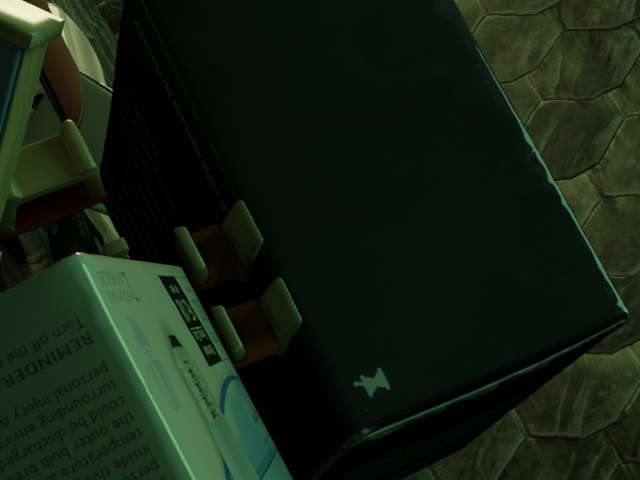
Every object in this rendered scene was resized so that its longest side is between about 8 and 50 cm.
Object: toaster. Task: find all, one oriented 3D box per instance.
[{"bbox_3d":[-0.394,-0.241,1.901,0.227,0.129,0.146,64,2,-56],"label":"toaster"}]

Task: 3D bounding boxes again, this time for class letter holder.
[{"bbox_3d":[-0.372,-0.205,1.422,0.302,0.152,0.214,-115,180,-69],"label":"letter holder"}]

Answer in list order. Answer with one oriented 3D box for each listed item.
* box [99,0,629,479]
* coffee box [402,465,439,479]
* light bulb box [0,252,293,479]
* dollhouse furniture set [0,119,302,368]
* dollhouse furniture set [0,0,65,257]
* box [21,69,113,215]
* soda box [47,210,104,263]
[{"bbox_3d":[0.000,0.000,1.332,0.480,0.297,0.472,64,-19,15],"label":"box"},{"bbox_3d":[0.049,0.429,1.719,0.168,0.297,0.119,63,1,2],"label":"coffee box"},{"bbox_3d":[-0.117,0.219,0.753,0.361,0.225,0.358,62,1,2],"label":"light bulb box"},{"bbox_3d":[-0.187,0.044,1.065,0.259,0.262,0.135,62,-19,16],"label":"dollhouse furniture set"},{"bbox_3d":[-0.348,-0.062,0.781,0.286,0.198,0.303,25,25,7],"label":"dollhouse furniture set"},{"bbox_3d":[-0.306,-0.128,1.751,0.126,0.149,0.232,33,-2,4],"label":"box"},{"bbox_3d":[-0.293,0.039,1.613,0.060,0.053,0.169,62,1,-42],"label":"soda box"}]
